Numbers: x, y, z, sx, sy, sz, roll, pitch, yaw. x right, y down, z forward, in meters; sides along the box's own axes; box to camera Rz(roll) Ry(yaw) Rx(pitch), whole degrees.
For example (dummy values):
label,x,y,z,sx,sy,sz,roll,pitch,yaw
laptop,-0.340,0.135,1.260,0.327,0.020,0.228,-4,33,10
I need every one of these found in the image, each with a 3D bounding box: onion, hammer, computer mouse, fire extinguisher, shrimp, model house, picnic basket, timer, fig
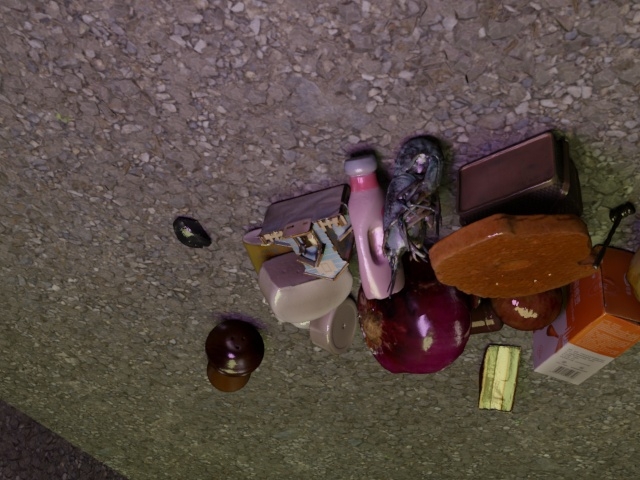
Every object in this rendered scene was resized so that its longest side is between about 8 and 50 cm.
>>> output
label,x,y,z,sx,sy,sz,roll,pitch,yaw
onion,0.295,0.178,1.971,0.385,0.347,0.347,-14,150,-26
hammer,0.657,-0.008,1.663,0.029,0.292,0.058,52,132,-2
computer mouse,-0.361,-0.012,2.047,0.079,0.047,0.135,-14,138,29
fire extinguisher,0.444,0.222,2.129,0.337,0.106,0.147,-11,170,25
shrimp,0.205,-0.050,1.654,0.137,0.372,0.172,3,179,15
model house,0.000,0.000,1.882,0.271,0.178,0.206,-15,130,23
picnic basket,0.447,-0.113,1.653,0.267,0.165,0.139,-23,131,33
timer,-0.040,0.236,2.234,0.266,0.175,0.175,9,146,32
fig,0.541,0.154,1.940,0.205,0.205,0.205,6,141,5

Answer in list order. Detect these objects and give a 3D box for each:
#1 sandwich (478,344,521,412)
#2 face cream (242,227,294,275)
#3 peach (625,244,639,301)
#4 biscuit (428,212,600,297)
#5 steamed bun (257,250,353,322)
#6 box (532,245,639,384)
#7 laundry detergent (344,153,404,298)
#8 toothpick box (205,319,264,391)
label,x,y,z,sx,sy,sz,roll,pitch,yaw
sandwich,0.571,0.438,2.327,0.117,0.144,0.187,3,141,4
face cream,-0.118,0.076,2.085,0.139,0.067,0.285,-6,139,11
peach,0.893,0.068,1.684,0.314,0.281,0.316,29,144,-34
biscuit,0.434,0.038,1.655,0.350,0.078,0.455,-19,154,19
steamed bun,-0.040,0.126,2.001,0.242,0.146,0.164,-15,131,-19
box,0.709,0.202,1.939,0.143,0.225,0.341,18,141,-9
laundry detergent,0.124,-0.035,1.747,0.088,0.159,0.335,-6,104,30
toothpick box,-0.291,0.390,2.425,0.192,0.192,0.294,13,147,-5
